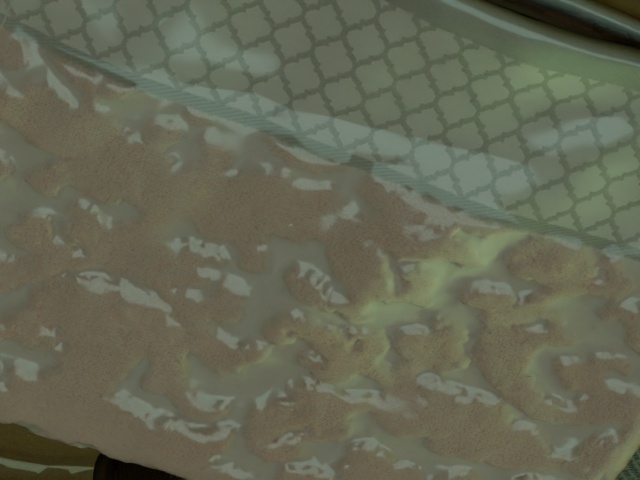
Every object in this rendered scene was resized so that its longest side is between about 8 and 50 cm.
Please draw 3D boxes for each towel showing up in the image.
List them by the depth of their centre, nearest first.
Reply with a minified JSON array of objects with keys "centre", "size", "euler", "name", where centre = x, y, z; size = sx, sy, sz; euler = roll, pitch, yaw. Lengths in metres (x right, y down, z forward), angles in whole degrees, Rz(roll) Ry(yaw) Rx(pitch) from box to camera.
[{"centre":[0.000,0.000,0.761],"size":[0.332,0.053,0.317],"euler":[19,131,-8],"name":"towel"}]

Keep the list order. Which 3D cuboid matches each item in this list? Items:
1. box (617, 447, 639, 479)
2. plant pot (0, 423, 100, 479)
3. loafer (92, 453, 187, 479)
[{"centre":[0.212,0.060,0.908],"size":[0.311,0.121,0.148],"euler":[-17,134,21],"name":"box"},{"centre":[-0.148,0.071,1.011],"size":[0.236,0.032,0.236],"euler":[2,139,2],"name":"plant pot"},{"centre":[0.029,0.158,1.009],"size":[0.130,0.133,0.366],"euler":[-35,147,26],"name":"loafer"}]
